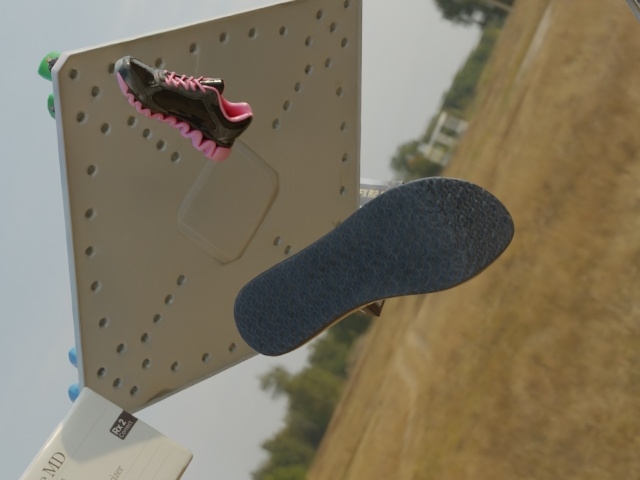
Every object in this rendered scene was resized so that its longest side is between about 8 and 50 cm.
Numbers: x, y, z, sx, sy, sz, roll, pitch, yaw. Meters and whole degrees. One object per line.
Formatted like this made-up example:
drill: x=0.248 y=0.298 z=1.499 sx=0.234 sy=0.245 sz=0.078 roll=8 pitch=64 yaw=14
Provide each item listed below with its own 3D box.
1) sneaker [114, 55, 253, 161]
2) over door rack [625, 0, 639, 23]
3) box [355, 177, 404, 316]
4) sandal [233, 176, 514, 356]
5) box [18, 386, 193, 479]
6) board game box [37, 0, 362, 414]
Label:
sneaker: x=-0.101 y=-0.111 z=0.993 sx=0.057 sy=0.119 sz=0.047 roll=-40 pitch=37 yaw=26
over door rack: x=0.368 y=-0.119 z=1.056 sx=0.108 sy=0.324 sz=0.239 roll=-26 pitch=16 yaw=-6
box: x=0.000 y=0.000 z=1.800 sx=0.056 sy=0.231 sz=0.183 roll=45 pitch=-122 yaw=-52
sandal: x=0.043 y=0.017 z=1.115 sx=0.255 sy=0.097 sz=0.054 roll=-23 pitch=-5 yaw=15
box: x=-0.226 y=0.263 z=1.149 sx=0.182 sy=0.119 sz=0.181 roll=-57 pitch=2 yaw=43
board game box: x=-0.109 y=-0.047 z=1.350 sx=0.390 sy=0.050 sz=0.389 roll=-22 pitch=-57 yaw=-40
